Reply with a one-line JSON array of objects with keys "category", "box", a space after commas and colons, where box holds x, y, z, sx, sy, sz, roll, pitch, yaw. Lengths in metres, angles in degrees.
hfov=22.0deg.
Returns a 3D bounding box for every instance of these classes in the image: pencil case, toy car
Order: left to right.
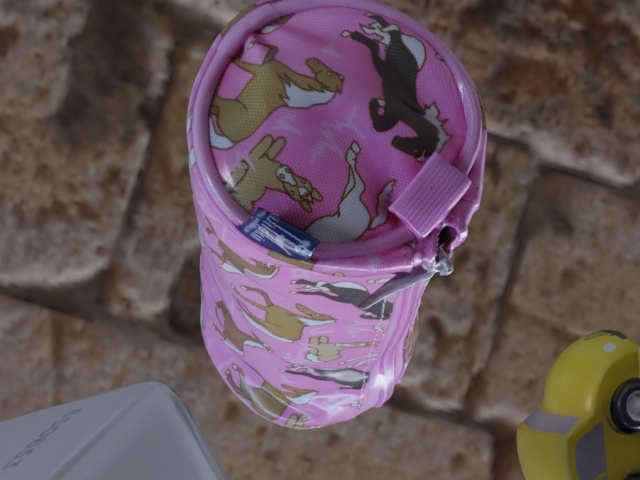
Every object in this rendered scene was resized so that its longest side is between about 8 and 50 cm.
[{"category": "pencil case", "box": [0.000, 0.000, 1.015, 0.160, 0.167, 0.386, 2, 161, -3]}, {"category": "toy car", "box": [0.119, 0.188, 0.774, 0.053, 0.239, 0.225, -4, 149, -20]}]

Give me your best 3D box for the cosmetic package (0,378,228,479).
[{"category": "cosmetic package", "box": [-0.153, 0.315, 0.548, 0.329, 0.394, 0.327, -18, -163, 35]}]
